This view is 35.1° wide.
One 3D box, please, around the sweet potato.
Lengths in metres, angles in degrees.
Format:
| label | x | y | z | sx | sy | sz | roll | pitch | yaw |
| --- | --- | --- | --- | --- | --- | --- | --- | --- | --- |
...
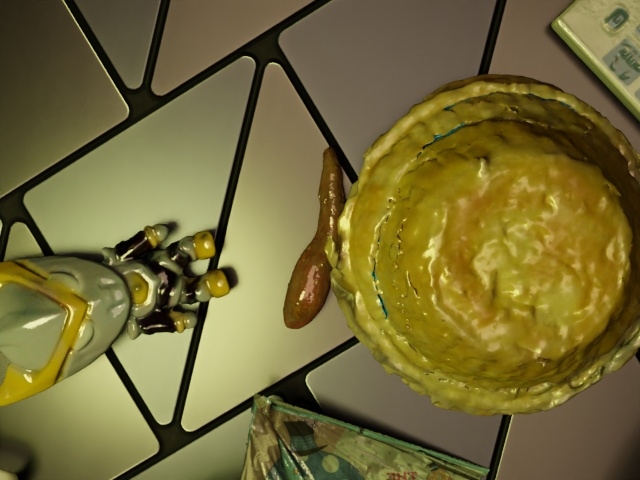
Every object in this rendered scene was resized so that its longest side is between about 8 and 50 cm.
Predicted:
| label | x | y | z | sx | sy | sz | roll | pitch | yaw |
| --- | --- | --- | --- | --- | --- | --- | --- | --- | --- |
| sweet potato | 0.000 | 0.000 | 1.154 | 0.050 | 0.050 | 0.214 | 15 | 90 | 2 |

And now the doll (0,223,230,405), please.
| label | x | y | z | sx | sy | sz | roll | pitch | yaw |
| --- | --- | --- | --- | --- | --- | --- | --- | --- | --- |
| doll | -0.262 | 0.078 | 1.146 | 0.316 | 0.103 | 0.145 | -19 | 116 | -7 |

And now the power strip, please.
| label | x | y | z | sx | sy | sz | roll | pitch | yaw |
| --- | --- | --- | --- | --- | --- | --- | --- | --- | --- |
| power strip | 0.401 | -0.161 | 1.121 | 0.106 | 0.043 | 0.367 | -44 | 90 | 4 |

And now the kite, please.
| label | x | y | z | sx | sy | sz | roll | pitch | yaw |
| --- | --- | --- | --- | --- | --- | --- | --- | --- | --- |
| kite | 0.019 | 0.327 | 1.099 | 0.406 | 0.014 | 0.368 | -27 | 79 | -26 |

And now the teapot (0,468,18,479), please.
| label | x | y | z | sx | sy | sz | roll | pitch | yaw |
| --- | --- | --- | --- | --- | --- | --- | --- | --- | --- |
| teapot | -0.499 | 0.273 | 1.154 | 0.299 | 0.166 | 0.208 | 8 | 53 | -4 |

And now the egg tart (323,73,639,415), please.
| label | x | y | z | sx | sy | sz | roll | pitch | yaw |
| --- | --- | --- | --- | --- | --- | --- | --- | --- | --- |
| egg tart | 0.198 | 0.012 | 1.087 | 0.387 | 0.169 | 0.388 | 0 | 94 | -3 |

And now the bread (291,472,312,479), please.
| label | x | y | z | sx | sy | sz | roll | pitch | yaw |
| --- | --- | --- | --- | --- | --- | --- | --- | --- | --- |
| bread | -0.053 | 0.354 | 1.181 | 0.264 | 0.163 | 0.168 | -14 | 89 | -28 |
